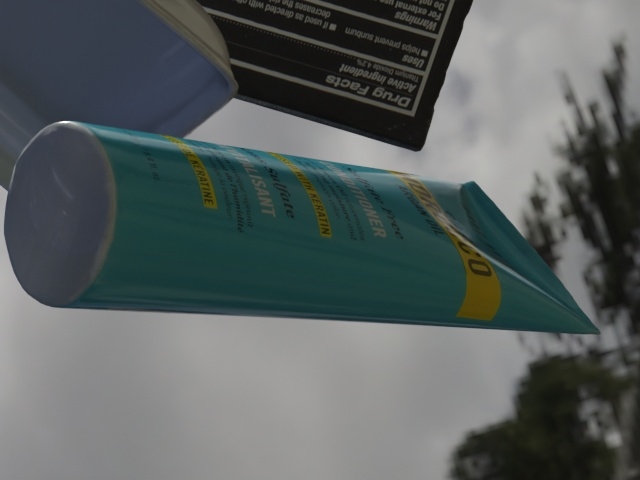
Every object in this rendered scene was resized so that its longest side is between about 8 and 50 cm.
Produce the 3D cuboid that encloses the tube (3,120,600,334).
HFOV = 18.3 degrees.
[{"bbox_3d":[0.000,0.000,0.624,0.207,0.052,0.080,5,-137,-44],"label":"tube"}]

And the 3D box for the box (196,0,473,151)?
[{"bbox_3d":[-0.034,-0.253,1.274,0.296,0.294,0.182,16,-161,-10],"label":"box"}]

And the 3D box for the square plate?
[{"bbox_3d":[-0.211,-0.160,1.029,0.347,0.344,0.049,42,-113,-8],"label":"square plate"}]
